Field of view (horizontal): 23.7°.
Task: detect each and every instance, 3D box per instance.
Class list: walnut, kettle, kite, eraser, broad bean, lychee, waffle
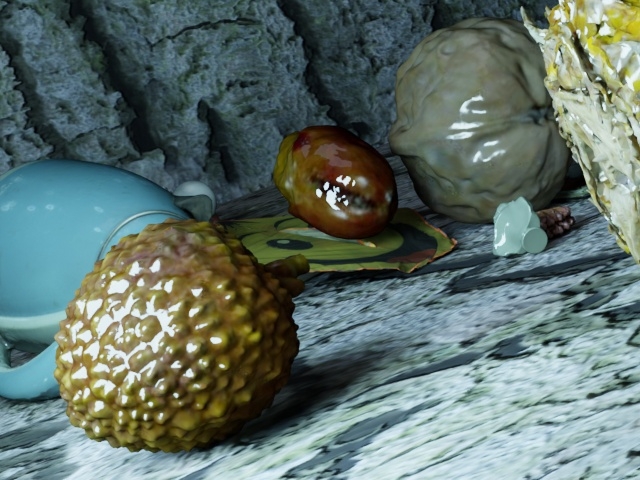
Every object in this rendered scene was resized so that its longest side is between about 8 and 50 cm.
[{"bbox_3d":[0.204,-0.148,1.931,0.227,0.273,0.273,-45,17,-21],"label":"walnut"},{"bbox_3d":[-0.274,0.058,1.786,0.319,0.247,0.342,-53,28,-17],"label":"kettle"},{"bbox_3d":[0.000,-0.002,1.875,0.327,0.013,0.377,10,19,32],"label":"kite"},{"bbox_3d":[0.368,-0.103,2.009,0.083,0.019,0.038,-16,8,15],"label":"eraser"},{"bbox_3d":[0.021,-0.075,1.883,0.156,0.122,0.228,16,14,-15],"label":"broad bean"},{"bbox_3d":[-0.106,0.072,1.233,0.238,0.200,0.200,-33,12,-21],"label":"lychee"},{"bbox_3d":[0.247,-0.016,1.720,0.083,0.029,0.075,-16,6,38],"label":"waffle"}]

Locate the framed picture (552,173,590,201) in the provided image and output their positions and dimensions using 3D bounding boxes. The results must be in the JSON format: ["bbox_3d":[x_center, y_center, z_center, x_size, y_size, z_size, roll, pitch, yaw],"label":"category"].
[{"bbox_3d":[0.394,-0.097,2.061,0.273,0.016,0.216,-21,7,-26],"label":"framed picture"}]

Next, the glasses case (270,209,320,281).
[{"bbox_3d":[-0.039,0.007,2.062,0.144,0.076,0.336,-14,7,33],"label":"glasses case"}]

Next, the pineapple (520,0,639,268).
[{"bbox_3d":[0.329,-0.123,1.110,0.300,0.352,0.352,-25,7,-3],"label":"pineapple"}]

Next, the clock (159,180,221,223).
[{"bbox_3d":[-0.215,0.000,2.229,0.166,0.162,0.093,-15,10,28],"label":"clock"}]

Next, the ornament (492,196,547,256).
[{"bbox_3d":[0.212,-0.015,1.660,0.041,0.092,0.068,17,-51,-21],"label":"ornament"}]
